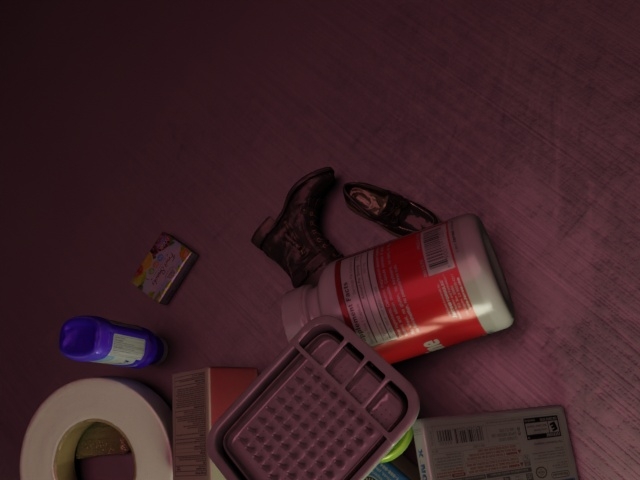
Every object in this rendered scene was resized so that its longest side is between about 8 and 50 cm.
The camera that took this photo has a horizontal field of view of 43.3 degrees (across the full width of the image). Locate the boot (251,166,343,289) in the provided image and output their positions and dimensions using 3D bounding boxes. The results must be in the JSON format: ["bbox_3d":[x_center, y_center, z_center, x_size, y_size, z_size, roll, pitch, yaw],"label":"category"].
[{"bbox_3d":[0.000,0.000,1.724,0.229,0.091,0.263,44,99,19],"label":"boot"}]

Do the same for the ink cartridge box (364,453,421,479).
[{"bbox_3d":[0.091,0.613,1.482,0.285,0.166,0.394,37,92,26],"label":"ink cartridge box"}]

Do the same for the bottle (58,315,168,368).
[{"bbox_3d":[-0.428,0.222,1.719,0.118,0.283,0.092,-2,76,21],"label":"bottle"}]

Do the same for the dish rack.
[{"bbox_3d":[-0.010,0.322,1.383,0.333,0.072,0.285,-46,52,-5],"label":"dish rack"}]

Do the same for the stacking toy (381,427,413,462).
[{"bbox_3d":[0.036,0.389,1.448,0.280,0.130,0.308,6,64,30],"label":"stacking toy"}]

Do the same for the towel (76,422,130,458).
[{"bbox_3d":[-0.495,0.437,1.836,0.148,0.027,0.110,-11,73,19],"label":"towel"}]

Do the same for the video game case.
[{"bbox_3d":[0.319,0.443,1.378,0.036,0.329,0.299,-33,60,55],"label":"video game case"}]

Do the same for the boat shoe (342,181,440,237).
[{"bbox_3d":[0.140,-0.063,1.679,0.224,0.073,0.080,25,87,25],"label":"boat shoe"}]

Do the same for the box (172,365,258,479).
[{"bbox_3d":[-0.214,0.382,1.657,0.149,0.127,0.232,-19,69,47],"label":"box"}]

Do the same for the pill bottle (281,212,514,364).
[{"bbox_3d":[0.143,0.116,1.549,0.408,0.229,0.228,-20,71,17],"label":"pill bottle"}]

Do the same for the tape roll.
[{"bbox_3d":[-0.477,0.492,1.763,0.392,0.072,0.391,-2,85,18],"label":"tape roll"}]

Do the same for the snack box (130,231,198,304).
[{"bbox_3d":[-0.361,0.065,1.867,0.100,0.037,0.141,32,90,24],"label":"snack box"}]
